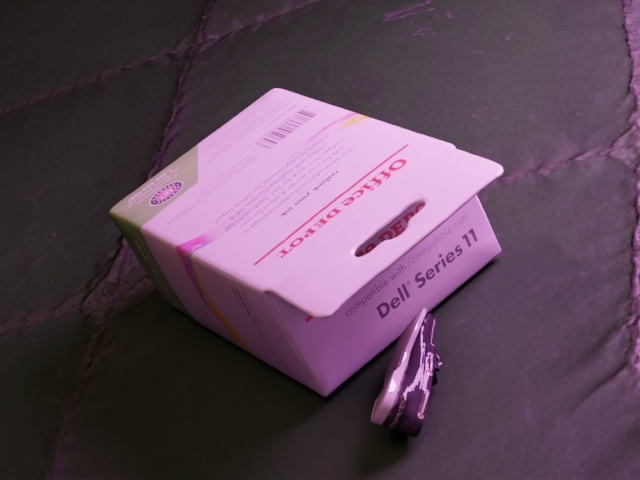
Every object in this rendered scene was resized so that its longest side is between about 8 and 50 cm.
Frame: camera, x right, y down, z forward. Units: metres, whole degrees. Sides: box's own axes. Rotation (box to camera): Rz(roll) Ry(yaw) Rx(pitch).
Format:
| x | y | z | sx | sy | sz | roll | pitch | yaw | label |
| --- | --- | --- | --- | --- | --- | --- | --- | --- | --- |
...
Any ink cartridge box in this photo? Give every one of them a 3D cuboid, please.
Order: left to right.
| x | y | z | sx | sy | sz | roll | pitch | yaw | label |
| --- | --- | --- | --- | --- | --- | --- | --- | --- | --- |
| 0.000 | 0.000 | 1.362 | 0.207 | 0.119 | 0.353 | -38 | 31 | -18 | ink cartridge box |

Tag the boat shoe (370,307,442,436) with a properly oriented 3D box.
| x | y | z | sx | sy | sz | roll | pitch | yaw | label |
| --- | --- | --- | --- | --- | --- | --- | --- | --- | --- |
| 0.072 | 0.100 | 1.235 | 0.046 | 0.038 | 0.125 | -60 | 4 | 36 | boat shoe |
